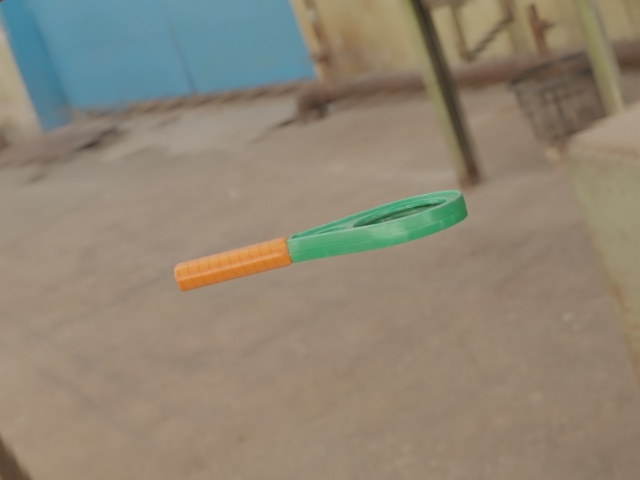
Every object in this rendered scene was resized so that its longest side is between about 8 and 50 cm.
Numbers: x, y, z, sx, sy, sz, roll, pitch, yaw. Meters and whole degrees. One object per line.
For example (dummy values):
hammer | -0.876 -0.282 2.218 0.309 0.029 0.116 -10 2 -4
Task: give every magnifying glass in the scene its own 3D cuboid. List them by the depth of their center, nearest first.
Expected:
magnifying glass | 0.000 0.000 1.492 0.231 0.026 0.092 -16 9 9
